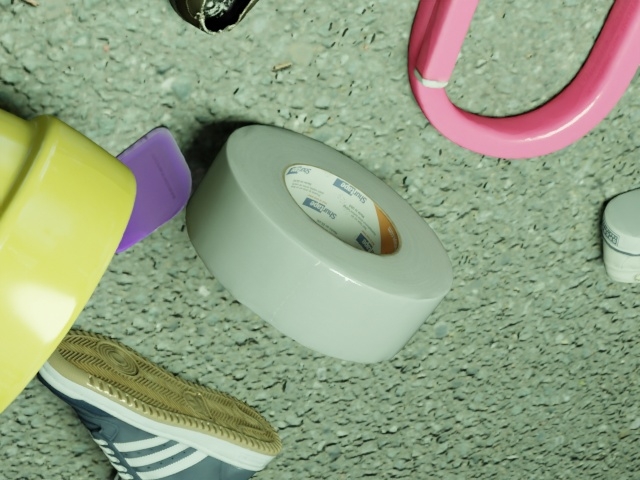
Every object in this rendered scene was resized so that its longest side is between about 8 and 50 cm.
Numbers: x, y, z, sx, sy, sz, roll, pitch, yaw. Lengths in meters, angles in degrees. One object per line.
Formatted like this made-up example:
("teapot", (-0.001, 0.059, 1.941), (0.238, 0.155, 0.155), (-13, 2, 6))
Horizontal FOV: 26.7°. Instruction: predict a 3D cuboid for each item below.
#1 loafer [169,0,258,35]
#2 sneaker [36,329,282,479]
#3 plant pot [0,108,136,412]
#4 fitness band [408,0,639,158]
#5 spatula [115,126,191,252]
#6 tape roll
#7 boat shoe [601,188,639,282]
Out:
("loafer", (-0.033, -0.238, 1.001), (0.080, 0.078, 0.220), (18, 119, -30))
("sneaker", (-0.181, 0.195, 1.271), (0.282, 0.099, 0.153), (30, 110, -38))
("plant pot", (-0.304, -0.015, 0.983), (0.239, 0.254, 0.254), (36, 109, -22))
("fitness band", (0.191, -0.195, 1.133), (0.209, 0.054, 0.291), (5, 125, -24))
("spatula", (-0.219, 0.024, 1.151), (0.296, 0.084, 0.030), (-43, 149, 23))
("tape roll", (0.000, 0.000, 1.106), (0.219, 0.219, 0.072), (19, 119, -31))
("boat shoe", (0.407, -0.012, 1.328), (0.267, 0.096, 0.088), (-13, 134, -8))
